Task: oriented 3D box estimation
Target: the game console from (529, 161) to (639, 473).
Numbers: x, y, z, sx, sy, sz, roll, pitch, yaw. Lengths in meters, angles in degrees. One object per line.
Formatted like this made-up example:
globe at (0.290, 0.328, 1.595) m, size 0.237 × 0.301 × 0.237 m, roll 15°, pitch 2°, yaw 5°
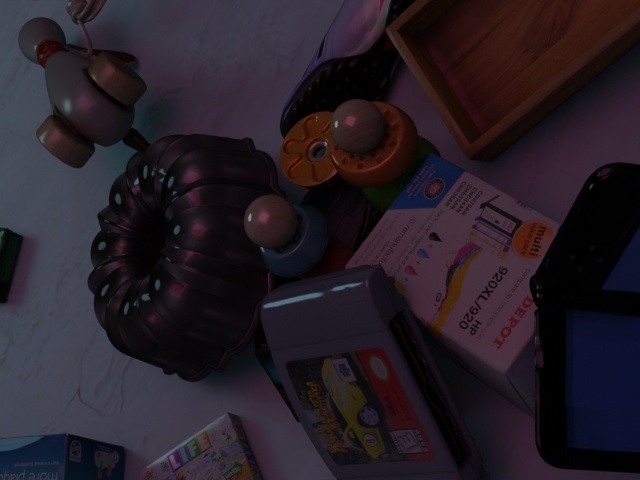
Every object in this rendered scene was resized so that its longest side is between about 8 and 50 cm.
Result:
game console at (0.363, 0.083, 1.141) m, size 0.173 × 0.293 × 0.250 m, roll -100°, pitch 21°, yaw -44°

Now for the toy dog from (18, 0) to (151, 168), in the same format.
toy dog at (-0.337, -0.223, 1.784) m, size 0.220 × 0.161 × 0.334 m, roll -32°, pitch 45°, yaw 21°

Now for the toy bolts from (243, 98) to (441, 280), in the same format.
toy bolts at (-0.012, -0.070, 1.371) m, size 0.218 × 0.158 × 0.229 m, roll 26°, pitch 82°, yaw 37°

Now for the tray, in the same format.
tray at (0.287, -0.295, 1.395) m, size 0.411 × 0.076 × 0.203 m, roll -40°, pitch 70°, yaw 27°

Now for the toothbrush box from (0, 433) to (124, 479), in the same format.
toothbrush box at (-0.387, 0.413, 1.578) m, size 0.216 × 0.126 × 0.296 m, roll -8°, pitch 71°, yaw 28°

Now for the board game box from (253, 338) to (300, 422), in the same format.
board game box at (0.029, 0.157, 1.426) m, size 0.186 × 0.126 × 0.026 m, roll -11°, pitch 35°, yaw 27°

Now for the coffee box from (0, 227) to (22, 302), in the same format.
coffee box at (-0.550, 0.033, 1.857) m, size 0.184 × 0.040 × 0.113 m, roll 3°, pitch 74°, yaw 31°

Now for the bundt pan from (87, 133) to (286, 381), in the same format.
bundt pan at (-0.191, 0.010, 1.541) m, size 0.330 × 0.124 × 0.331 m, roll -21°, pitch 62°, yaw 47°

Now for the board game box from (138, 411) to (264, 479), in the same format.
board game box at (-0.153, 0.304, 1.537) m, size 0.154 × 0.026 × 0.103 m, roll -36°, pitch 58°, yaw 15°

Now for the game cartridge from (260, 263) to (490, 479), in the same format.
game cartridge at (0.053, 0.174, 1.325) m, size 0.196 × 0.060 × 0.294 m, roll -14°, pitch 107°, yaw 48°

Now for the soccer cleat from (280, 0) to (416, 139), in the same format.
soccer cleat at (0.050, -0.259, 1.582) m, size 0.318 × 0.108 × 0.116 m, roll -52°, pitch 37°, yaw 6°

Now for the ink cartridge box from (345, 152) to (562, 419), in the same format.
ink cartridge box at (0.186, 0.051, 1.330) m, size 0.232 × 0.168 × 0.171 m, roll 33°, pitch 82°, yaw 34°

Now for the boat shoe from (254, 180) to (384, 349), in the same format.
boat shoe at (0.003, 0.002, 1.498) m, size 0.127 × 0.113 × 0.340 m, roll 39°, pitch 94°, yaw 35°
